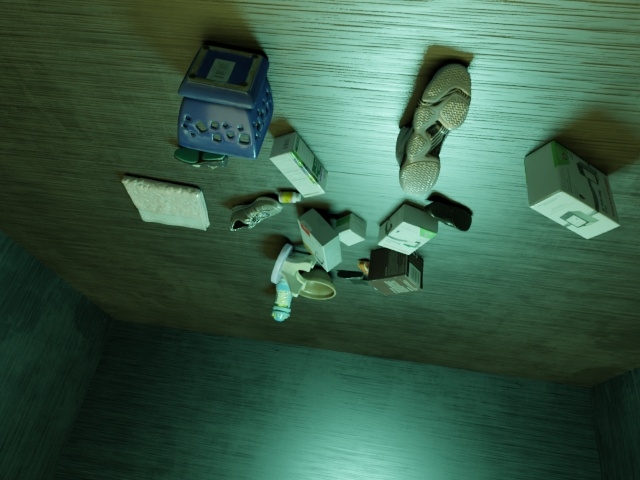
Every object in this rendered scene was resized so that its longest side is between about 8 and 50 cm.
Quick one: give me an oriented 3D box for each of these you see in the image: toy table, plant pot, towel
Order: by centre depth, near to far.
[{"bbox_3d":[-0.263,-0.396,1.236,0.235,0.236,0.212,11,146,-1],"label":"plant pot"},{"bbox_3d":[-0.676,-0.159,1.964,0.331,0.054,0.317,9,151,-1],"label":"towel"},{"bbox_3d":[-0.131,0.142,2.166,0.160,0.252,0.274,26,156,6],"label":"toy table"},{"bbox_3d":[-0.028,0.223,2.378,0.237,0.110,0.237,7,151,4],"label":"plant pot"}]

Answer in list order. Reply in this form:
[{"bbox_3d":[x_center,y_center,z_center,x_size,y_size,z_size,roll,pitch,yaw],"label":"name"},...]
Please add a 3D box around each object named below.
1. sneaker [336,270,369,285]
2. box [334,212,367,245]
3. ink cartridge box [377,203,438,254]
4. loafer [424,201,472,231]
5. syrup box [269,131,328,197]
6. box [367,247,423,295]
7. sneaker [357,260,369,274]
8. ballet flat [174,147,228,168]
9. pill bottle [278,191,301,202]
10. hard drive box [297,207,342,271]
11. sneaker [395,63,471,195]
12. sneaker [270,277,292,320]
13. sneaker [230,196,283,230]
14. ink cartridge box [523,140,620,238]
[{"bbox_3d":[0.174,0.204,2.341,0.170,0.051,0.089,1,145,9],"label":"sneaker"},{"bbox_3d":[0.127,-0.045,1.876,0.102,0.087,0.101,30,145,-32],"label":"box"},{"bbox_3d":[0.355,-0.040,1.809,0.160,0.093,0.219,18,150,-13],"label":"ink cartridge box"},{"bbox_3d":[0.490,-0.100,1.697,0.220,0.080,0.078,23,-179,-24],"label":"loafer"},{"bbox_3d":[-0.070,-0.260,1.549,0.096,0.093,0.237,-9,146,30],"label":"syrup box"},{"bbox_3d":[0.351,0.139,2.052,0.203,0.167,0.168,-13,144,35],"label":"box"},{"bbox_3d":[0.252,0.149,2.229,0.067,0.064,0.175,10,153,45],"label":"sneaker"},{"bbox_3d":[-0.437,-0.297,1.626,0.203,0.074,0.074,4,150,7],"label":"ballet flat"},{"bbox_3d":[-0.123,-0.174,1.770,0.083,0.043,0.043,2,150,14],"label":"pill bottle"},{"bbox_3d":[0.000,0.000,1.898,0.181,0.089,0.232,47,164,28],"label":"hard drive box"},{"bbox_3d":[0.307,-0.330,1.277,0.137,0.210,0.366,13,117,-6],"label":"sneaker"},{"bbox_3d":[-0.216,0.348,2.558,0.127,0.208,0.319,10,151,2],"label":"sneaker"},{"bbox_3d":[-0.273,-0.101,1.872,0.281,0.115,0.105,-15,143,37],"label":"sneaker"},{"bbox_3d":[0.777,-0.153,1.368,0.272,0.199,0.114,22,148,-21],"label":"ink cartridge box"}]
